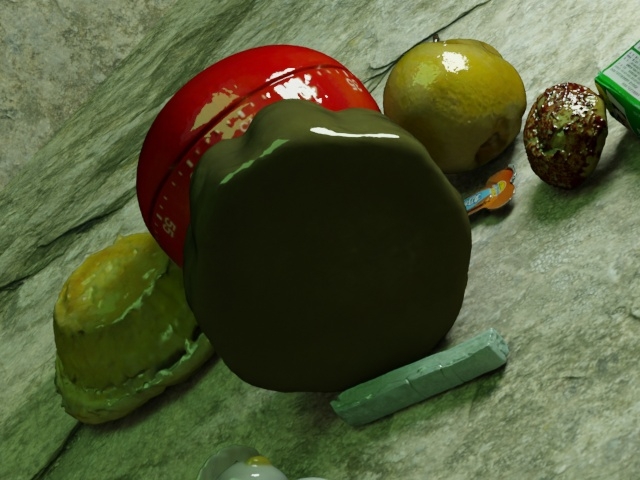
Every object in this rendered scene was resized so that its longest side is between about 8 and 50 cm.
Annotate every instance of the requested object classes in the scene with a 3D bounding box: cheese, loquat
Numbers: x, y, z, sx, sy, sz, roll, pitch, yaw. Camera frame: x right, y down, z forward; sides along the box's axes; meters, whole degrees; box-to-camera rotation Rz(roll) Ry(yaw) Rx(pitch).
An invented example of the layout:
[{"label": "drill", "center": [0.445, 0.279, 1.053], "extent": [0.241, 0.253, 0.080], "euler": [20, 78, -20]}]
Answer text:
[{"label": "cheese", "center": [0.168, -0.028, 2.120], "extent": [0.256, 0.037, 0.106], "euler": [-30, 30, 23]}, {"label": "loquat", "center": [0.184, -0.195, 2.161], "extent": [0.213, 0.213, 0.213], "euler": [-31, 28, 19]}]

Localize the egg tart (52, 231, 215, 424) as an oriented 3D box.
[{"label": "egg tart", "center": [-0.294, 0.113, 2.393], "extent": [0.388, 0.169, 0.388], "euler": [-26, 33, 19]}]

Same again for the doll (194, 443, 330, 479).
[{"label": "doll", "center": [-0.053, 0.316, 1.811], "extent": [0.138, 0.119, 0.293], "euler": [-6, 5, -36]}]

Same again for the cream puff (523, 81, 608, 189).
[{"label": "cream puff", "center": [0.319, -0.142, 1.990], "extent": [0.149, 0.084, 0.149], "euler": [-171, 90, -73]}]

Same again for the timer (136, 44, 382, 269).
[{"label": "timer", "center": [-0.085, -0.109, 2.187], "extent": [0.378, 0.378, 0.279], "euler": [-39, 69, 4]}]

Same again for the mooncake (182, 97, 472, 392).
[{"label": "mooncake", "center": [0.000, 0.000, 1.944], "extent": [0.378, 0.378, 0.201], "euler": [-39, 23, 5]}]

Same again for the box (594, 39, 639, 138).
[{"label": "box", "center": [0.488, -0.226, 1.924], "extent": [0.250, 0.103, 0.180], "euler": [-40, 27, 6]}]

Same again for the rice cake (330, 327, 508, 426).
[{"label": "rice cake", "center": [0.122, 0.173, 1.869], "extent": [0.245, 0.045, 0.042], "euler": [-26, 33, 27]}]
